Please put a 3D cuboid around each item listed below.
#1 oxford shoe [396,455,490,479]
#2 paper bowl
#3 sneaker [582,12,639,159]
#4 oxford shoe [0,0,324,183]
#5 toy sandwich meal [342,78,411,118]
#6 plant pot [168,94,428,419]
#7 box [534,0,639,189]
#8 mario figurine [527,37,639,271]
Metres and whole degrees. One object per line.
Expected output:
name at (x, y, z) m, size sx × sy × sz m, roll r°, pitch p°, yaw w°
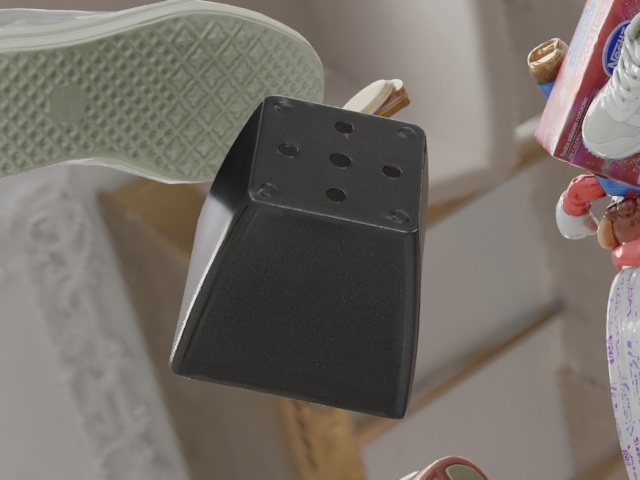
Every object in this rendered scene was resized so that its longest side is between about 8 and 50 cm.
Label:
oxford shoe at (0.028, 0.373, 1.824) m, size 0.146 × 0.397 × 0.140 m, roll -25°, pitch 103°, yaw 50°
paper bowl at (0.394, 0.155, 1.873) m, size 0.148 × 0.284 × 0.284 m, roll -11°, pitch 114°, yaw 23°
sneaker at (0.325, -0.174, 1.822) m, size 0.229 × 0.092 × 0.087 m, roll -50°, pitch 46°, yaw 28°
oxford shoe at (-0.193, -0.134, 1.615) m, size 0.130 × 0.449 × 0.169 m, roll 29°, pitch 119°, yaw 49°
toy sandwich meal at (0.049, -0.125, 1.813) m, size 0.029 × 0.085 × 0.085 m, roll 48°, pitch 161°, yaw -17°
plant pot at (0.000, 0.000, 1.430) m, size 0.187 × 0.188 × 0.167 m, roll -82°, pitch 6°, yaw -47°
box at (0.332, -0.194, 1.964) m, size 0.122 × 0.257 × 0.128 m, roll 20°, pitch -170°, yaw -7°
mario figurine at (0.356, -0.099, 2.153) m, size 0.198 × 0.170 × 0.321 m, roll 13°, pitch 133°, yaw 60°
